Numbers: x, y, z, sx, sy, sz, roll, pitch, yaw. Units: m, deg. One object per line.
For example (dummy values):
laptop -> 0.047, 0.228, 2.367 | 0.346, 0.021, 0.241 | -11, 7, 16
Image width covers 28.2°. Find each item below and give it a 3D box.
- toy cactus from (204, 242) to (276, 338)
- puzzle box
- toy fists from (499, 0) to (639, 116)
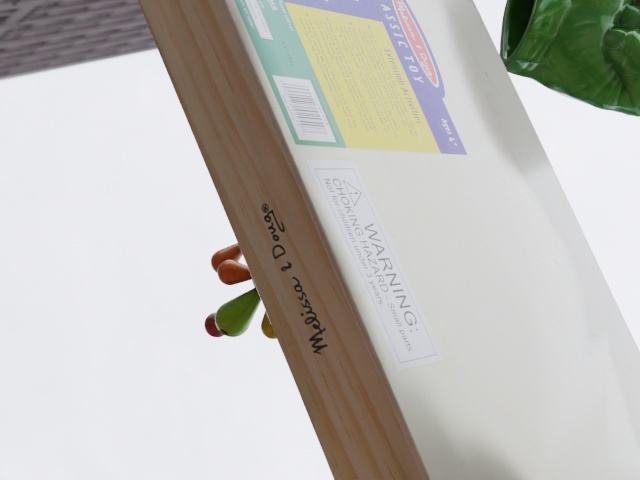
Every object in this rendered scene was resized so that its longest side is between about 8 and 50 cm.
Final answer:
toy cactus -> 0.000, 0.000, 1.025 | 0.112, 0.219, 0.180 | 54, -14, -3
puzzle box -> 0.060, -0.002, 0.683 | 0.052, 0.272, 0.409 | -32, -107, 33
toy fists -> 0.231, -0.224, 0.998 | 0.142, 0.279, 0.096 | 17, -31, -11
